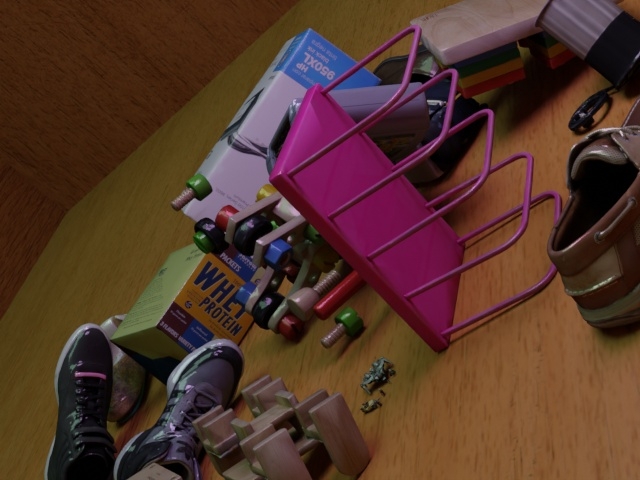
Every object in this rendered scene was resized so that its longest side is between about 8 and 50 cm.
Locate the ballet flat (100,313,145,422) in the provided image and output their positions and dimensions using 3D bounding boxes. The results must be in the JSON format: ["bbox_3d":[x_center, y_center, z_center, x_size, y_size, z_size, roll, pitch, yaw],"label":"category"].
[{"bbox_3d":[-0.374,0.206,2.046,0.123,0.123,0.348,-41,19,17],"label":"ballet flat"}]

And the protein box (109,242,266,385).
[{"bbox_3d":[-0.214,0.119,1.839,0.200,0.136,0.201,-20,33,55],"label":"protein box"}]

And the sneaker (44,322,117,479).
[{"bbox_3d":[-0.378,0.289,1.800,0.147,0.104,0.295,5,85,59],"label":"sneaker"}]

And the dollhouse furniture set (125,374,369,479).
[{"bbox_3d":[-0.075,0.289,1.257,0.242,0.161,0.212,-30,12,-23],"label":"dollhouse furniture set"}]

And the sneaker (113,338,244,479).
[{"bbox_3d":[-0.185,0.269,1.536,0.268,0.101,0.153,-54,19,-2],"label":"sneaker"}]

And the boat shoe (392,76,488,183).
[{"bbox_3d":[0.124,-0.168,1.741,0.158,0.127,0.340,-48,25,-23],"label":"boat shoe"}]

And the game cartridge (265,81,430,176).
[{"bbox_3d":[0.039,-0.144,1.486,0.196,0.060,0.294,-11,-7,-11],"label":"game cartridge"}]

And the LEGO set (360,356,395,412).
[{"bbox_3d":[0.064,0.167,1.307,0.054,0.023,0.083,-40,20,20],"label":"LEGO set"}]

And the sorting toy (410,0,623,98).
[{"bbox_3d":[0.281,-0.300,1.572,0.255,0.089,0.257,-20,20,2],"label":"sorting toy"}]

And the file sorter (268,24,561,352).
[{"bbox_3d":[0.123,-0.065,1.242,0.182,0.290,0.202,-32,24,31],"label":"file sorter"}]

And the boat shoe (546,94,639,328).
[{"bbox_3d":[0.311,-0.064,1.089,0.123,0.116,0.324,-26,27,46],"label":"boat shoe"}]

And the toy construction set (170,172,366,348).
[{"bbox_3d":[0.000,0.000,1.543,0.237,0.257,0.309,-41,36,-21],"label":"toy construction set"}]

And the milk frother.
[{"bbox_3d":[0.326,-0.233,1.374,0.143,0.135,0.129,-47,-13,-9],"label":"milk frother"}]

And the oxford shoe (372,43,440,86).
[{"bbox_3d":[0.145,-0.279,1.959,0.227,0.083,0.096,-24,37,55],"label":"oxford shoe"}]

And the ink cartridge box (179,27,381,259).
[{"bbox_3d":[-0.088,-0.174,2.006,0.395,0.166,0.285,-56,11,-1],"label":"ink cartridge box"}]
